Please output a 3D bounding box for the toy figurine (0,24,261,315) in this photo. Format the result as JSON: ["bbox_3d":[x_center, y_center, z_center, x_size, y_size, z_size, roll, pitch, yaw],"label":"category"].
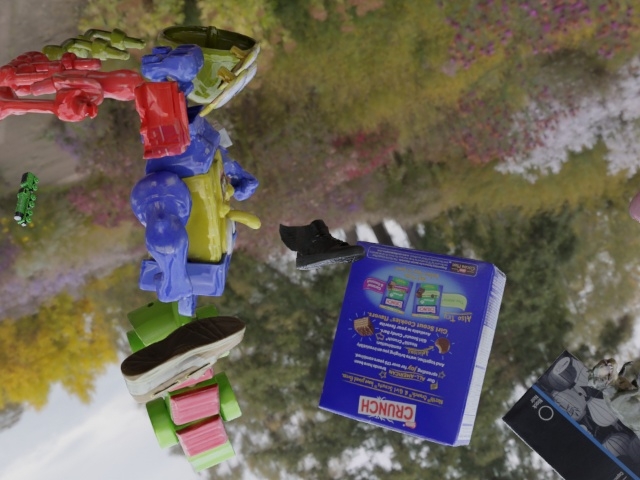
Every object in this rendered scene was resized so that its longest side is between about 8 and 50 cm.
[{"bbox_3d":[-0.134,-0.048,0.647,0.191,0.217,0.362,-4,-159,-1],"label":"toy figurine"}]

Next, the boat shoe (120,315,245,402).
[{"bbox_3d":[-0.134,0.117,0.794,0.135,0.045,0.050,-22,-147,-31],"label":"boat shoe"}]

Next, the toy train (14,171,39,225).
[{"bbox_3d":[-0.407,-0.058,1.099,0.017,0.083,0.024,-17,145,23],"label":"toy train"}]

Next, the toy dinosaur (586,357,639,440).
[{"bbox_3d":[0.457,0.226,1.094,0.118,0.268,0.064,-39,-158,-2],"label":"toy dinosaur"}]

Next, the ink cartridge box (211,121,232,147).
[{"bbox_3d":[-0.169,-0.145,1.154,0.063,0.029,0.115,-28,-159,-7],"label":"ink cartridge box"}]

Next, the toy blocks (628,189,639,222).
[{"bbox_3d":[0.544,0.069,0.964,0.309,0.260,0.288,7,-136,-5],"label":"toy blocks"}]

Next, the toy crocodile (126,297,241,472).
[{"bbox_3d":[-0.162,0.187,0.987,0.115,0.340,0.105,-17,-137,-14],"label":"toy crocodile"}]

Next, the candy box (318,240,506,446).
[{"bbox_3d":[0.165,0.182,1.433,0.268,0.317,0.122,11,171,28],"label":"candy box"}]

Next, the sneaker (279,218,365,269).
[{"bbox_3d":[0.002,0.000,1.393,0.170,0.089,0.051,-13,163,36],"label":"sneaker"}]

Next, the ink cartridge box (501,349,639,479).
[{"bbox_3d":[0.467,0.343,1.263,0.165,0.333,0.065,-48,150,1],"label":"ink cartridge box"}]
